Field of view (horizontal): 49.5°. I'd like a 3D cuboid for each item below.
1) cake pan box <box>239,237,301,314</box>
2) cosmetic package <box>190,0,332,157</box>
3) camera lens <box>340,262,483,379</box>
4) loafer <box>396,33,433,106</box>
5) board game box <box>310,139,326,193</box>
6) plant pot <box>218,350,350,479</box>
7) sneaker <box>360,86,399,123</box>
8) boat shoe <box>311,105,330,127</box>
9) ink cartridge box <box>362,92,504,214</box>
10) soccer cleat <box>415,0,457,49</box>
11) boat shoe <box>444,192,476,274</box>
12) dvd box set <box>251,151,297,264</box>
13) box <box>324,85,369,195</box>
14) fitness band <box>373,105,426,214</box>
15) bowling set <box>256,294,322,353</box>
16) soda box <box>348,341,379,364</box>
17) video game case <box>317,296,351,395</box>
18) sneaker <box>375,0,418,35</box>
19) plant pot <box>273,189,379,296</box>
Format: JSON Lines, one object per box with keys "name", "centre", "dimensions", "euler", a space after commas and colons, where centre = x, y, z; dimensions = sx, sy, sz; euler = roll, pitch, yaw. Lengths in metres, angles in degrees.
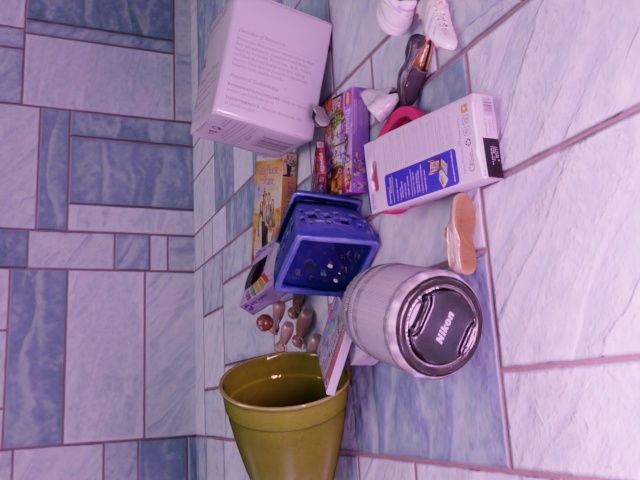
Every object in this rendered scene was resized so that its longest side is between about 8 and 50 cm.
{"name": "cake pan box", "centre": [-0.146, 0.092, 2.257], "dimensions": [0.267, 0.070, 0.246], "euler": [-34, 29, 43]}
{"name": "cosmetic package", "centre": [-0.197, -0.514, 2.230], "dimensions": [0.329, 0.327, 0.393], "euler": [169, 112, -66]}
{"name": "camera lens", "centre": [0.187, 0.161, 1.457], "dimensions": [0.274, 0.219, 0.219], "euler": [-172, 85, -67]}
{"name": "loafer", "centre": [0.224, -0.399, 1.634], "dimensions": [0.061, 0.062, 0.170], "euler": [34, 120, 58]}
{"name": "board game box", "centre": [-0.010, -0.148, 2.089], "dimensions": [0.281, 0.027, 0.145], "euler": [98, 173, -47]}
{"name": "plant pot", "centre": [-0.089, 0.549, 1.963], "dimensions": [0.366, 0.366, 0.353], "euler": [-153, 57, -65]}
{"name": "sneaker", "centre": [0.164, -0.361, 1.771], "dimensions": [0.094, 0.080, 0.212], "euler": [-41, 21, 12]}
{"name": "boat shoe", "centre": [-0.003, -0.354, 2.034], "dimensions": [0.125, 0.046, 0.038], "euler": [-110, 30, -53]}
{"name": "ink cartridge box", "centre": [0.230, -0.174, 1.503], "dimensions": [0.371, 0.069, 0.176], "euler": [-16, 78, 54]}
{"name": "soccer cleat", "centre": [0.262, -0.496, 1.548], "dimensions": [0.196, 0.068, 0.076], "euler": [-105, 32, -41]}
{"name": "boat shoe", "centre": [0.285, -0.013, 1.445], "dimensions": [0.059, 0.063, 0.170], "euler": [-7, 82, 61]}
{"name": "dvd box set", "centre": [-0.172, -0.106, 2.534], "dimensions": [0.307, 0.062, 0.420], "euler": [-170, 83, -66]}
{"name": "box", "centre": [0.071, -0.272, 1.981], "dimensions": [0.201, 0.057, 0.293], "euler": [174, 98, -67]}
{"name": "fitness band", "centre": [0.197, -0.192, 1.692], "dimensions": [0.291, 0.054, 0.209], "euler": [120, 142, -49]}
{"name": "bowling set", "centre": [-0.121, 0.284, 2.217], "dimensions": [0.287, 0.200, 0.154], "euler": [-110, 30, -49]}
{"name": "soda box", "centre": [0.143, 0.247, 1.738], "dimensions": [0.216, 0.074, 0.069], "euler": [127, 140, -53]}
{"name": "video game case", "centre": [0.040, 0.272, 1.904], "dimensions": [0.285, 0.025, 0.204], "euler": [-110, 36, -76]}
{"name": "sneaker", "centre": [0.181, -0.660, 1.681], "dimensions": [0.152, 0.114, 0.305], "euler": [125, 133, -71]}
{"name": "plant pot", "centre": [0.000, 0.000, 1.912], "dimensions": [0.236, 0.236, 0.212], "euler": [115, 154, -43]}
